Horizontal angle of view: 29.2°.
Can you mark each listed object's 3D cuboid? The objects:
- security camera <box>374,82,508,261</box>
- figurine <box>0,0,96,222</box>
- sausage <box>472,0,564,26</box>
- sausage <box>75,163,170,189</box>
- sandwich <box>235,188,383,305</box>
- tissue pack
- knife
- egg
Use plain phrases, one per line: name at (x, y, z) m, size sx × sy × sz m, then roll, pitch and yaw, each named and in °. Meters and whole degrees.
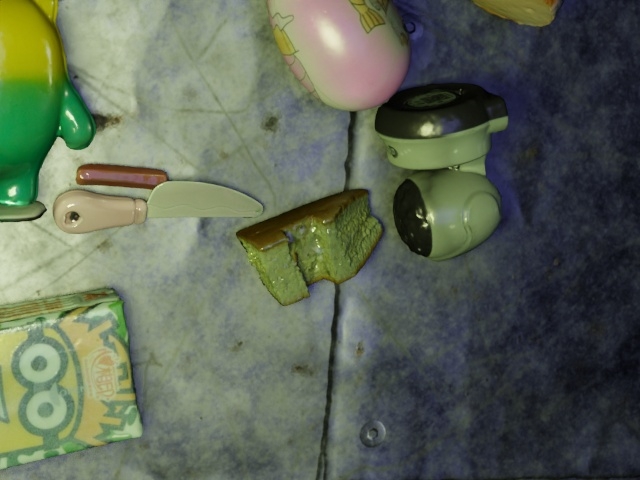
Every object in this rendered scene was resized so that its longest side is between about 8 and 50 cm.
security camera at (0.199, -0.103, 2.005) m, size 0.191 × 0.197 × 0.277 m, roll -17°, pitch 112°, yaw -16°
figurine at (-0.476, -0.204, 1.722) m, size 0.324 × 0.231 × 0.340 m, roll 1°, pitch 103°, yaw -14°
sausage at (0.336, -0.518, 1.956) m, size 0.233 × 0.233 × 0.287 m, roll 30°, pitch 89°, yaw -21°
sausage at (-0.304, -0.098, 1.899) m, size 0.147 × 0.035 × 0.030 m, roll 3°, pitch 127°, yaw -22°
sandwich at (0.000, 0.000, 1.975) m, size 0.236 × 0.128 × 0.122 m, roll -25°, pitch 114°, yaw -14°
tissue pack at (-0.438, 0.210, 1.849) m, size 0.311 × 0.128 × 0.227 m, roll -11°, pitch 103°, yaw -17°
knife at (-0.248, -0.060, 1.918) m, size 0.336 × 0.043 × 0.081 m, roll -5°, pitch 127°, yaw -22°
egg at (0.023, -0.325, 1.896) m, size 0.271 × 0.196 × 0.196 m, roll 41°, pitch 84°, yaw -17°
